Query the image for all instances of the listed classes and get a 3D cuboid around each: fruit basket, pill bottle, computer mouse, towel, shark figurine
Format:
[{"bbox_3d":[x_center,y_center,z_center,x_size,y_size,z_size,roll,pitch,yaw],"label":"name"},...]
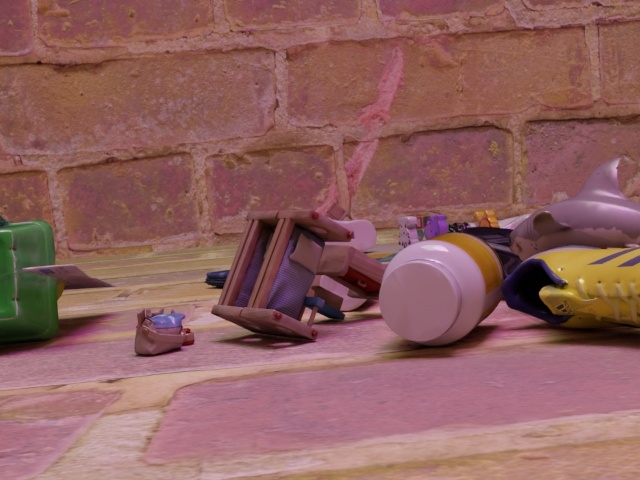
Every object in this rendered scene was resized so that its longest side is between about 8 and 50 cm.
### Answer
[{"bbox_3d":[-0.457,0.054,1.275,0.327,0.166,0.353,-5,0,-3],"label":"fruit basket"},{"bbox_3d":[0.044,0.054,1.295,0.067,0.067,0.120,-4,3,15],"label":"pill bottle"},{"bbox_3d":[0.275,0.043,1.228,0.188,0.072,0.272,-4,15,-30],"label":"computer mouse"},{"bbox_3d":[0.119,0.048,0.958,0.103,0.103,0.184,-4,3,20],"label":"pill bottle"},{"bbox_3d":[-0.147,0.068,1.710,0.067,0.029,0.119,-8,4,-40],"label":"towel"},{"bbox_3d":[0.332,-0.028,1.019,0.278,0.116,0.166,7,-22,25],"label":"shark figurine"}]

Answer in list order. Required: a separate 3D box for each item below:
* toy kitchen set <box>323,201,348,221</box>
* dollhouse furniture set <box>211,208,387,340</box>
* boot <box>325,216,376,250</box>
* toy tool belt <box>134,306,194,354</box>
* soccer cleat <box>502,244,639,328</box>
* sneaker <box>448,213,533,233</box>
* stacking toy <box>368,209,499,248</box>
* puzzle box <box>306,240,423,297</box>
[{"bbox_3d":[0.026,-0.014,1.690,0.068,0.083,0.075,36,3,-2],"label":"toy kitchen set"},{"bbox_3d":[0.001,0.060,1.102,0.183,0.129,0.129,29,-16,-33],"label":"dollhouse furniture set"},{"bbox_3d":[0.000,0.000,1.527,0.086,0.069,0.190,-12,-10,40],"label":"boot"},{"bbox_3d":[-0.169,0.094,1.054,0.052,0.051,0.083,-3,3,33],"label":"toy tool belt"},{"bbox_3d":[0.272,0.049,0.881,0.121,0.093,0.289,-11,2,-19],"label":"soccer cleat"},{"bbox_3d":[0.318,0.005,1.790,0.237,0.085,0.086,-8,-23,5],"label":"sneaker"},{"bbox_3d":[0.177,-0.017,1.650,0.167,0.052,0.221,-4,1,-24],"label":"stacking toy"},{"bbox_3d":[0.049,0.047,1.576,0.272,0.052,0.409,-3,4,18],"label":"puzzle box"}]
